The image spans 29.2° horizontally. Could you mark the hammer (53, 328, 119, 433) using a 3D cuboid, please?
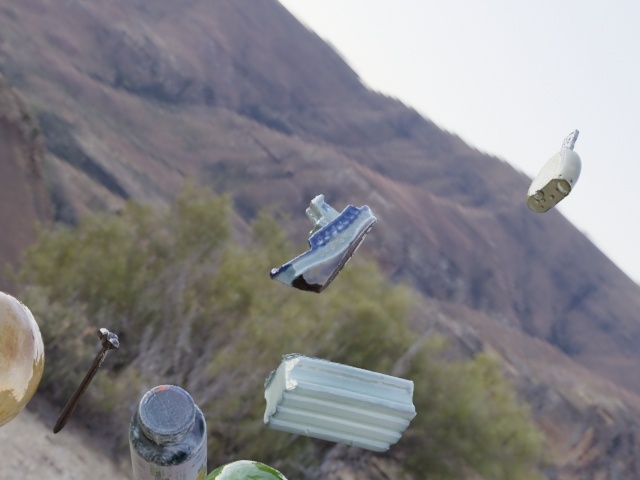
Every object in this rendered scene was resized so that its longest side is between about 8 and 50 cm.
[{"bbox_3d":[-0.362,0.218,1.885,0.021,0.178,0.065,28,4,-31],"label":"hammer"}]

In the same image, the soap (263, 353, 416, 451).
[{"bbox_3d":[0.031,0.300,2.284,0.261,0.150,0.094,15,44,-14],"label":"soap"}]

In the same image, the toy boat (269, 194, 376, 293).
[{"bbox_3d":[0.000,0.000,2.164,0.115,0.262,0.114,34,-42,7],"label":"toy boat"}]

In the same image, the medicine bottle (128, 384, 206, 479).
[{"bbox_3d":[-0.279,0.376,2.252,0.141,0.141,0.293,45,-27,24],"label":"medicine bottle"}]

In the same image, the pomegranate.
[{"bbox_3d":[-0.459,0.154,1.580,0.207,0.207,0.207,44,1,-1],"label":"pomegranate"}]

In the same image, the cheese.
[{"bbox_3d":[0.368,-0.116,1.874,0.037,0.097,0.192,43,39,-8],"label":"cheese"}]

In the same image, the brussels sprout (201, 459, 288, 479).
[{"bbox_3d":[-0.125,0.494,2.078,0.244,0.244,0.244,44,1,-1],"label":"brussels sprout"}]
